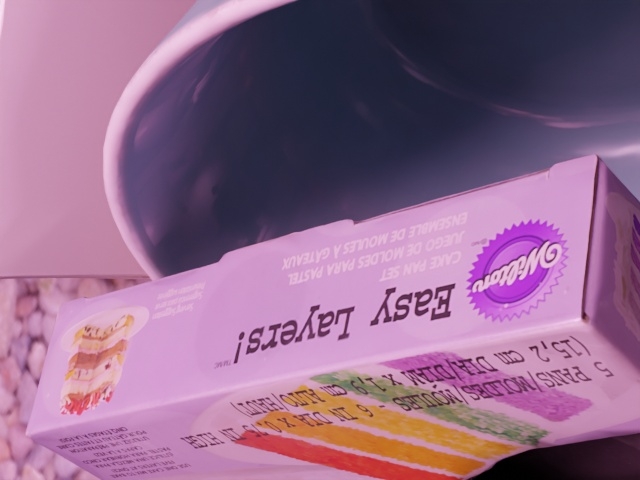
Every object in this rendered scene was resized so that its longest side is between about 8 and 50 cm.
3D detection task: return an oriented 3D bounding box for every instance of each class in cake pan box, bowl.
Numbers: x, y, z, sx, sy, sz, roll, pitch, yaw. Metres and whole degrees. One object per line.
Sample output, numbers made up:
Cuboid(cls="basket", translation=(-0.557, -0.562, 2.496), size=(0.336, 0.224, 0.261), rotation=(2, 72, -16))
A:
Cuboid(cls="cake pan box", translation=(0.061, 0.085, 0.511), size=(0.267, 0.246, 0.070), rotation=(-15, 50, 37))
Cuboid(cls="bowl", translation=(0.089, -0.053, 0.499), size=(0.311, 0.311, 0.163), rotation=(-14, 49, 37))

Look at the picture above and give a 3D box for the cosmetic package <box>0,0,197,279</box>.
Cuboid(cls="cosmetic package", translation=(-0.159, -0.173, 0.736), size=(0.197, 0.155, 0.365), rotation=(20, 105, 45))
